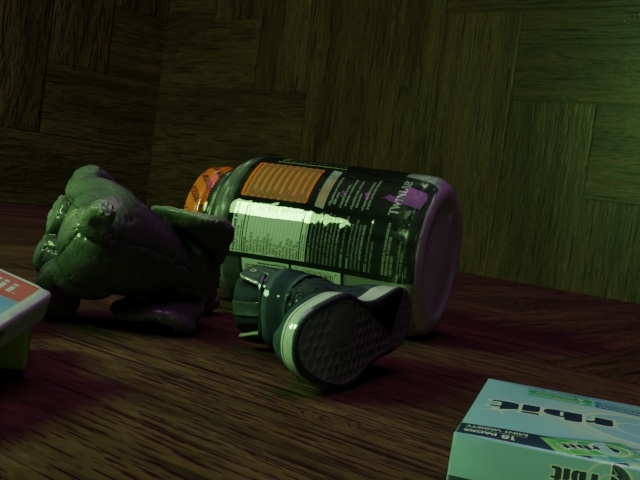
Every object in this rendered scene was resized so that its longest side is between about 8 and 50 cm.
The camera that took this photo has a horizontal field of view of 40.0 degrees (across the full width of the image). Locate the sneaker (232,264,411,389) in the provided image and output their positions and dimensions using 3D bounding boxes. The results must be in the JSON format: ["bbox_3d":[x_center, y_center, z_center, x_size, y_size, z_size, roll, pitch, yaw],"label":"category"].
[{"bbox_3d":[-0.030,0.075,0.807,0.163,0.086,0.226,7,4,25],"label":"sneaker"}]

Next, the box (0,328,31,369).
[{"bbox_3d":[-0.312,0.064,0.664,0.178,0.042,0.109,6,2,-17],"label":"box"}]

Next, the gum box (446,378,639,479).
[{"bbox_3d":[0.172,0.135,0.562,0.157,0.041,0.184,9,4,17],"label":"gum box"}]

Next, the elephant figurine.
[{"bbox_3d":[-0.169,0.025,0.943,0.239,0.169,0.186,24,24,-28],"label":"elephant figurine"}]

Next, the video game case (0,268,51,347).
[{"bbox_3d":[-0.304,0.034,0.507,0.204,0.025,0.285,24,12,0],"label":"video game case"}]

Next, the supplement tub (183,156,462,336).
[{"bbox_3d":[0.000,0.000,1.161,0.338,0.207,0.207,9,3,24],"label":"supplement tub"}]
